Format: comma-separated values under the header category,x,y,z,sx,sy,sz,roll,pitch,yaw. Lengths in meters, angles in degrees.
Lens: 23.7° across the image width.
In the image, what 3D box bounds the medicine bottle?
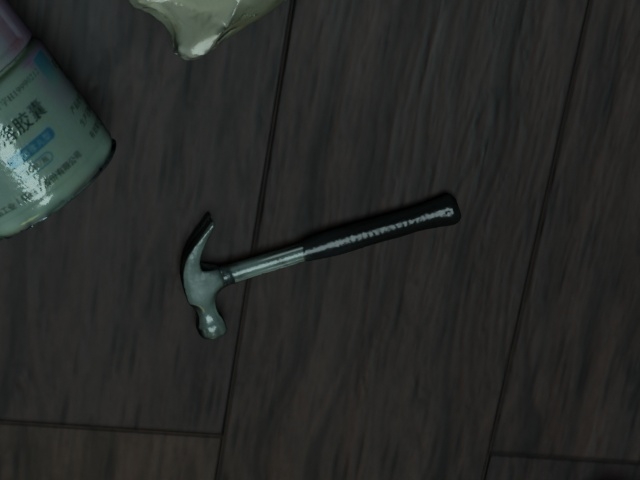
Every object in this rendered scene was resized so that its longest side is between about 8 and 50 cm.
category,x,y,z,sx,sy,sz,roll,pitch,yaw
medicine bottle,-0.254,-0.100,1.154,0.135,0.135,0.168,-34,112,3

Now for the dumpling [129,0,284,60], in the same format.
category,x,y,z,sx,sy,sz,roll,pitch,yaw
dumpling,-0.070,-0.230,1.155,0.136,0.118,0.199,36,72,-7

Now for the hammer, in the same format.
category,x,y,z,sx,sy,sz,roll,pitch,yaw
hammer,0.000,0.000,1.298,0.246,0.029,0.103,-18,113,-5
